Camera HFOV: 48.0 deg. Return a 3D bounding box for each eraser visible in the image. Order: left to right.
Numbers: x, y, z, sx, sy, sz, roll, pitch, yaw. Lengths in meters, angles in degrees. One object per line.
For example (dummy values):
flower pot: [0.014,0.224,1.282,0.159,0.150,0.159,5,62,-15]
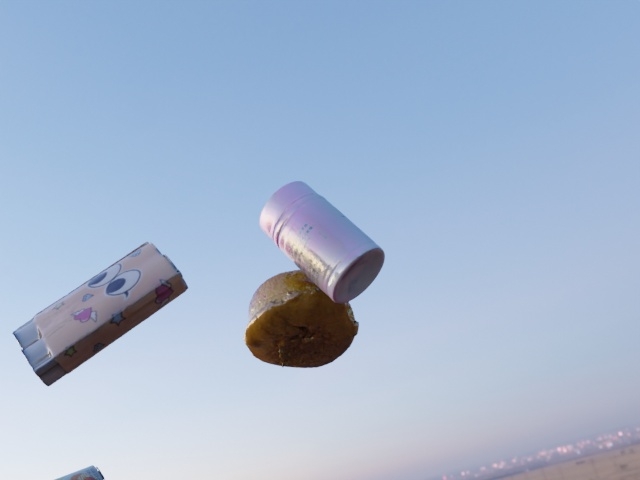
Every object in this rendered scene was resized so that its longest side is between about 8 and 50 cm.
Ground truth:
eraser: [-0.391,0.126,1.287,0.290,0.171,0.087,-36,-57,-18]

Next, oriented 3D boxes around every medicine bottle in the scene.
medicine bottle: [0.000,0.000,1.549,0.152,0.254,0.152,-33,-31,-23]

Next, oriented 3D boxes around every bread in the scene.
bread: [-0.048,0.180,1.649,0.268,0.146,0.268,-8,-47,-9]

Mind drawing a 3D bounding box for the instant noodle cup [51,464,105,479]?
instant noodle cup: [-0.563,0.644,1.610,0.200,0.264,0.264,-21,-14,-30]
